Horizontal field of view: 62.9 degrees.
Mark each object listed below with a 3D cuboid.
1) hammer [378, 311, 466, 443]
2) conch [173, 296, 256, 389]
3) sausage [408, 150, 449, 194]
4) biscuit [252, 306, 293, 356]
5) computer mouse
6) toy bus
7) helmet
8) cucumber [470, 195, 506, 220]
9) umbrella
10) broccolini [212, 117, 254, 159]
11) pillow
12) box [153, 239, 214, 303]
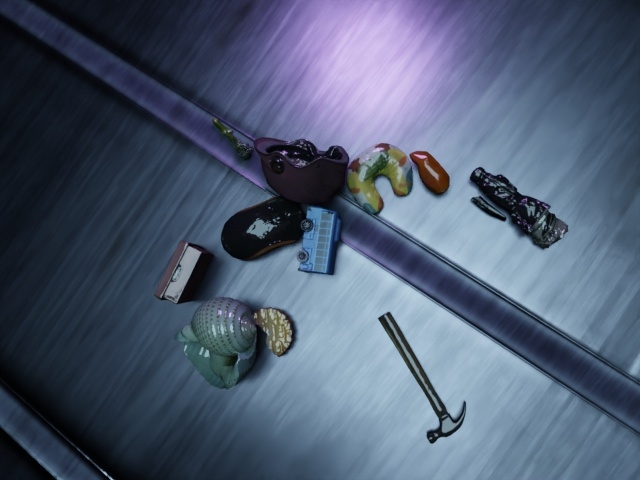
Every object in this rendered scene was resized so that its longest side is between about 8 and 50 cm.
[{"bbox_3d":[0.320,0.438,1.734,0.168,0.044,0.440,-33,78,6],"label":"hammer"},{"bbox_3d":[-0.333,0.338,1.790,0.319,0.215,0.303,-5,104,48],"label":"conch"},{"bbox_3d":[0.376,-0.239,1.795,0.089,0.089,0.179,-36,83,5],"label":"sausage"},{"bbox_3d":[-0.152,0.311,1.838,0.118,0.061,0.183,-30,80,4],"label":"biscuit"},{"bbox_3d":[-0.210,-0.042,1.871,0.323,0.116,0.183,-23,82,7],"label":"computer mouse"},{"bbox_3d":[0.000,0.000,1.823,0.133,0.116,0.234,7,85,14],"label":"toy bus"},{"bbox_3d":[-0.070,-0.236,1.810,0.338,0.271,0.197,10,114,13],"label":"helmet"},{"bbox_3d":[0.568,-0.107,1.764,0.135,0.033,0.034,43,98,14],"label":"cucumber"},{"bbox_3d":[0.640,-0.118,1.715,0.357,0.106,0.113,43,96,13],"label":"umbrella"},{"bbox_3d":[-0.342,-0.388,1.971,0.216,0.067,0.058,43,54,13],"label":"broccolini"},{"bbox_3d":[0.208,-0.225,1.834,0.233,0.086,0.214,-30,88,3],"label":"pillow"},{"bbox_3d":[-0.476,0.117,1.851,0.086,0.215,0.215,25,86,3],"label":"box"}]
